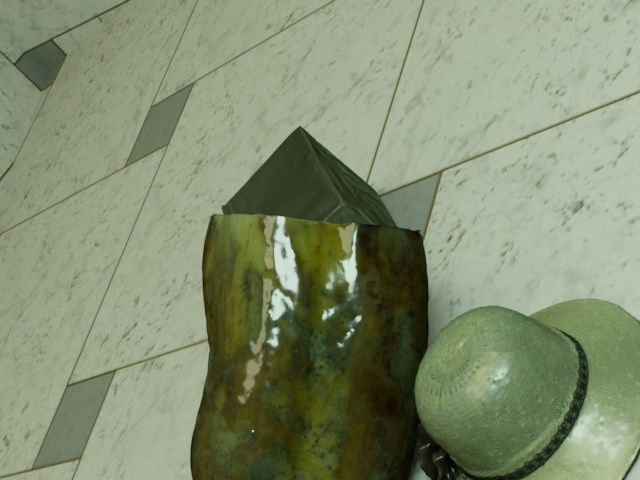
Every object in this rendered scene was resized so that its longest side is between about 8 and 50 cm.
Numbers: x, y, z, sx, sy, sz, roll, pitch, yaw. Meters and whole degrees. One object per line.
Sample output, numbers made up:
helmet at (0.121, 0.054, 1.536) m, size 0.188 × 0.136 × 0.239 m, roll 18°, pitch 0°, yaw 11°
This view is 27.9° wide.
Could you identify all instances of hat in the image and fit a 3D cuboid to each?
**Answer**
hat at (0.162, 0.133, 1.159) m, size 0.257 × 0.130 × 0.257 m, roll -39°, pitch 30°, yaw 28°

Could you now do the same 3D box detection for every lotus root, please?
lotus root at (-0.017, 0.142, 1.285) m, size 0.250 × 0.250 × 0.346 m, roll -8°, pitch 73°, yaw 54°

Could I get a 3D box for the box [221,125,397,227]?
box at (0.000, 0.000, 1.540) m, size 0.149 × 0.155 × 0.231 m, roll -45°, pitch 27°, yaw 11°
